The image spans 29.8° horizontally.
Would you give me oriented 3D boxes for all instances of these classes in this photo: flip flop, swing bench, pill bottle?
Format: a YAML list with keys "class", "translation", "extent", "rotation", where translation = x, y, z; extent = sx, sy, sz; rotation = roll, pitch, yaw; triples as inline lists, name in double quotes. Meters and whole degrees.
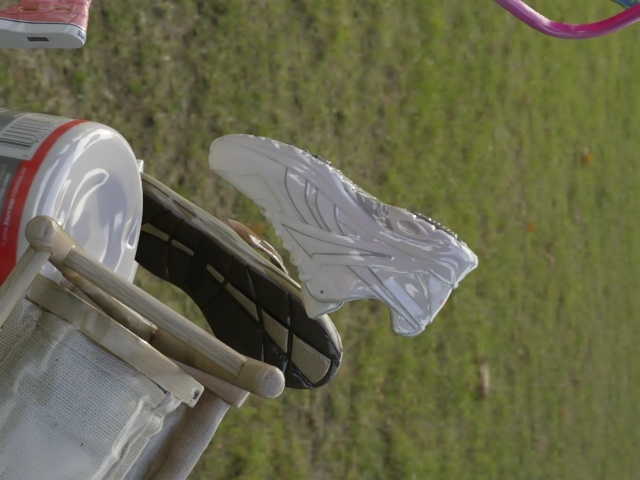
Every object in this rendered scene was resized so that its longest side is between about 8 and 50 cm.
- class: "flip flop"
  translation: [-0.084, 0.028, 1.135]
  extent: [0.080, 0.277, 0.112]
  rotation: [-38, 162, -51]
- class: "swing bench"
  translation: [-0.169, 0.149, 0.743]
  extent: [0.253, 0.165, 0.255]
  rotation: [-57, -178, -12]
- class: "pill bottle"
  translation: [-0.293, -0.028, 0.903]
  extent: [0.161, 0.283, 0.161]
  rotation: [10, 90, -73]

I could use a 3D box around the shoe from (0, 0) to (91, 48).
- class: "shoe"
  translation: [-0.415, -0.323, 1.721]
  extent: [0.063, 0.178, 0.081]
  rotation: [71, 25, -69]

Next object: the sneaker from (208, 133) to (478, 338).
- class: "sneaker"
  translation: [0.000, 0.000, 0.947]
  extent: [0.115, 0.232, 0.090]
  rotation: [-60, 170, 3]

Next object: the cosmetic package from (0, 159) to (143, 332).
- class: "cosmetic package"
  translation: [-0.319, 0.011, 1.300]
  extent: [0.224, 0.224, 0.138]
  rotation: [-85, -176, -54]

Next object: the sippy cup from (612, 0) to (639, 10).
- class: "sippy cup"
  translation: [0.378, -0.303, 1.202]
  extent: [0.240, 0.224, 0.305]
  rotation: [-64, -155, 26]

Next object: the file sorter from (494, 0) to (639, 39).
- class: "file sorter"
  translation: [0.135, -0.272, 0.566]
  extent: [0.182, 0.202, 0.291]
  rotation: [27, 54, -35]
